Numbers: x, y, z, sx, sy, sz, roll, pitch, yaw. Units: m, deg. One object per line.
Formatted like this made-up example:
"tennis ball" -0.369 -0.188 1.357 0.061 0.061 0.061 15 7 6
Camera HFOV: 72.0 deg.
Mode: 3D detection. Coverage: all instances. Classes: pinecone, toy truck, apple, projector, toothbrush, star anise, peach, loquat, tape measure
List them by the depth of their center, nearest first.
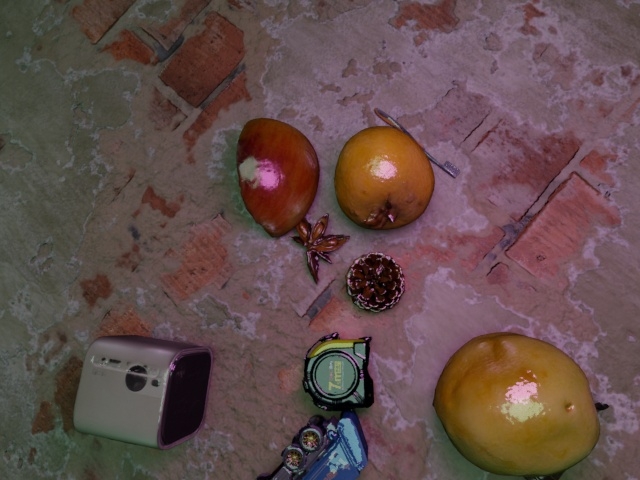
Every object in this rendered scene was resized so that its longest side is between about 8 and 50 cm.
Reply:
"peach" 0.427 0.370 0.986 0.315 0.314 0.281 -27 110 4
"toy truck" -0.033 0.586 1.113 0.175 0.146 0.367 43 90 12
"loquat" 0.161 -0.150 1.159 0.275 0.275 0.275 -2 78 12
"pinecone" 0.142 0.106 1.160 0.163 0.165 0.163 -3 74 9
"tape measure" 0.047 0.344 1.163 0.186 0.112 0.199 -1 73 5
"projector" -0.462 0.396 1.186 0.249 0.248 0.248 6 80 13
"star anise" -0.001 -0.001 1.269 0.157 0.053 0.212 -32 70 8
"apple" -0.126 -0.195 1.273 0.254 0.179 0.346 5 73 -19
"toothbrush" 0.274 -0.289 1.285 0.321 0.023 0.031 42 83 15

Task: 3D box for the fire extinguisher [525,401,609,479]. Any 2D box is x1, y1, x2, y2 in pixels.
"fire extinguisher" 0.578 0.476 1.025 0.075 0.106 0.252 40 89 -7
